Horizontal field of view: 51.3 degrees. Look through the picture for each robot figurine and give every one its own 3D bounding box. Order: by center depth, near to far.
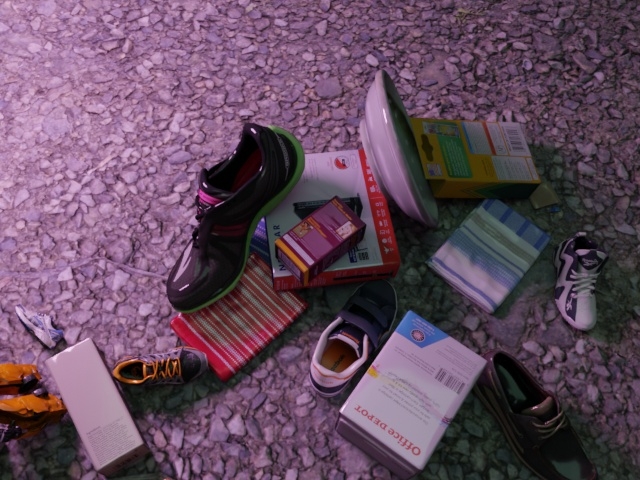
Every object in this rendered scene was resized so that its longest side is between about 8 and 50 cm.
[{"bbox_3d":[-0.653,0.328,1.344,0.211,0.291,0.085,43,98,18],"label":"robot figurine"}]

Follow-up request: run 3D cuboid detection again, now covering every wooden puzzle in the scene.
[{"bbox_3d":[0.589,-0.121,1.775,0.079,0.014,0.116,-11,65,-3],"label":"wooden puzzle"}]

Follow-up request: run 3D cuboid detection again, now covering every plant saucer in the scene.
[{"bbox_3d":[0.179,-0.209,1.620,0.101,0.400,0.400,-19,64,16],"label":"plant saucer"}]

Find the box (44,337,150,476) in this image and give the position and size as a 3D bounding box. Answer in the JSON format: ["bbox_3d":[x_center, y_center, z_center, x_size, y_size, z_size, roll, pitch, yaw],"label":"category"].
[{"bbox_3d":[-0.482,0.359,1.444,0.113,0.094,0.275,-27,68,-15],"label":"box"}]

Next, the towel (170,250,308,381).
[{"bbox_3d":[-0.191,0.174,1.569,0.275,0.031,0.199,-41,77,-16],"label":"towel"}]

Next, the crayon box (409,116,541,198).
[{"bbox_3d":[0.387,-0.213,1.733,0.323,0.083,0.203,1,59,-16],"label":"crayon box"}]

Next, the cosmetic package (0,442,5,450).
[{"bbox_3d":[-0.875,0.535,1.301,0.230,0.161,0.453,26,66,9],"label":"cosmetic package"}]

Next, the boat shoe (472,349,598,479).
[{"bbox_3d":[0.462,0.390,1.453,0.132,0.130,0.355,-36,71,-18],"label":"boat shoe"}]

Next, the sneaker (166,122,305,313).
[{"bbox_3d":[-0.231,-0.061,1.517,0.185,0.202,0.482,30,91,40],"label":"sneaker"}]

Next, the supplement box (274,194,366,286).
[{"bbox_3d":[0.000,0.000,1.506,0.188,0.080,0.104,-37,70,-21],"label":"supplement box"}]

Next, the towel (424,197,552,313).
[{"bbox_3d":[0.428,0.027,1.684,0.209,0.034,0.285,39,68,14],"label":"towel"}]

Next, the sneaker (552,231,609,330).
[{"bbox_3d":[0.630,0.086,1.597,0.094,0.153,0.234,5,64,2],"label":"sneaker"}]

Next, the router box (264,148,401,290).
[{"bbox_3d":[0.013,-0.056,1.631,0.301,0.082,0.335,-7,63,-8],"label":"router box"}]

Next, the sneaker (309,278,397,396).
[{"bbox_3d":[0.087,0.207,1.530,0.126,0.127,0.321,27,64,12],"label":"sneaker"}]

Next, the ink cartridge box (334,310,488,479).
[{"bbox_3d":[0.186,0.336,1.429,0.198,0.197,0.270,34,67,12],"label":"ink cartridge box"}]

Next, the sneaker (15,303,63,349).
[{"bbox_3d":[-0.652,0.192,1.548,0.135,0.052,0.058,42,59,8],"label":"sneaker"}]

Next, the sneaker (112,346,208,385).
[{"bbox_3d":[-0.358,0.288,1.482,0.215,0.083,0.084,-9,83,-4],"label":"sneaker"}]

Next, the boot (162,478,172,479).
[{"bbox_3d":[-0.251,0.609,1.267,0.104,0.211,0.295,-19,67,-11],"label":"boot"}]

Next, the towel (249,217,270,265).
[{"bbox_3d":[-0.126,-0.060,1.704,0.243,0.040,0.336,30,68,10],"label":"towel"}]
